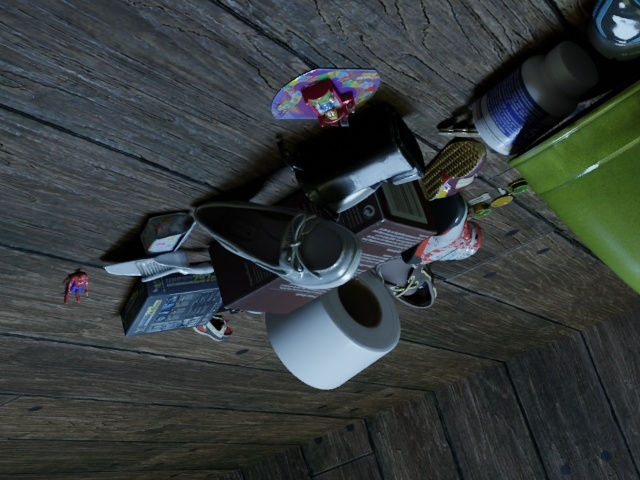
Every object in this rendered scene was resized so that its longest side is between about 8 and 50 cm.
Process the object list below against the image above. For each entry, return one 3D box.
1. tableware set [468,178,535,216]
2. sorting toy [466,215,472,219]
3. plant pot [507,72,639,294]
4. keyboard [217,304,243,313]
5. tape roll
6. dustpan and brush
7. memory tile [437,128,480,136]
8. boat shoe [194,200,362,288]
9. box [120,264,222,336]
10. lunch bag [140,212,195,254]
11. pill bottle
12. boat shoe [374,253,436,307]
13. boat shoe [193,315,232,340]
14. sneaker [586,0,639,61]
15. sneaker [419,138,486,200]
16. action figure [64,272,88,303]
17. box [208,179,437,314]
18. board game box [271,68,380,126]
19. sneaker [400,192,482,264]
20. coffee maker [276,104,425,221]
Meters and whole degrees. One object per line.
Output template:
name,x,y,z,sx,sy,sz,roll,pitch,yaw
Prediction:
tableware set,0.388,-0.087,2.113,0.154,0.024,0.104,-23,159,14
sorting toy,0.276,-0.038,2.165,0.083,0.012,0.062,-32,153,35
plant pot,0.550,-0.080,1.615,0.366,0.353,0.366,-33,179,-1
keyboard,-0.167,0.129,2.223,0.180,0.023,0.108,-10,152,-18
tape roll,0.027,0.170,2.145,0.246,0.246,0.169,7,143,-48
dustpan and brush,-0.269,0.048,1.849,0.147,0.060,0.211,-10,-176,42
memory tile,0.282,-0.181,1.722,0.148,0.012,0.113,-1,-174,-37
boat shoe,-0.073,-0.003,1.663,0.320,0.118,0.103,20,178,39
box,-0.292,0.121,2.046,0.183,0.059,0.233,-8,158,-25
lunch bag,-0.260,-0.012,1.742,0.083,0.053,0.071,-14,163,-31
pill bottle,0.339,-0.226,1.591,0.112,0.112,0.186,-1,154,-38
boat shoe,0.191,0.079,2.274,0.116,0.097,0.324,-22,159,12
boat shoe,-0.238,0.195,2.302,0.043,0.049,0.137,-28,153,21
sneaker,0.548,-0.355,1.414,0.340,0.125,0.140,-20,155,1
sneaker,0.257,-0.135,1.837,0.083,0.070,0.185,-14,167,-32
action figure,-0.452,0.087,1.876,0.038,0.030,0.115,-2,153,-24
box,0.000,0.000,1.864,0.381,0.143,0.191,-31,156,28
board game box,0.013,-0.203,1.497,0.168,0.033,0.133,-5,156,-31
sneaker,0.274,-0.031,2.056,0.144,0.090,0.270,-4,157,-21
coffee maker,0.056,-0.128,1.603,0.178,0.120,0.171,-27,157,21
